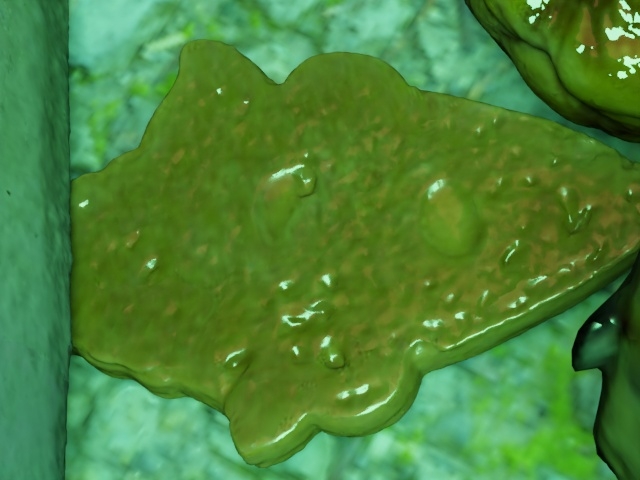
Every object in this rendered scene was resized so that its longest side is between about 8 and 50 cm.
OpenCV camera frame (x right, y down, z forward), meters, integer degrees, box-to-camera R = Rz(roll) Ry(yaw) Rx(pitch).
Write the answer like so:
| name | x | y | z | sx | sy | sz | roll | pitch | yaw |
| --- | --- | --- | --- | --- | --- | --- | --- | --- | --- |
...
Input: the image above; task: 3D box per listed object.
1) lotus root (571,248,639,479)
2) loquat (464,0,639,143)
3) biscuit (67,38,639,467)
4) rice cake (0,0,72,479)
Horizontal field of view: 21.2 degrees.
| name | x | y | z | sx | sy | sz | roll | pitch | yaw |
| --- | --- | --- | --- | --- | --- | --- | --- | --- | --- |
| lotus root | 0.245 | 0.047 | 0.416 | 0.316 | 0.316 | 0.250 | -30 | 61 | -3 |
| loquat | 0.113 | -0.095 | 0.585 | 0.137 | 0.113 | 0.137 | 0 | 75 | -2 |
| biscuit | 0.000 | 0.000 | 0.611 | 0.250 | 0.035 | 0.163 | -5 | 73 | 12 |
| rice cake | -0.125 | 0.026 | 0.571 | 0.064 | 0.070 | 0.399 | -15 | 59 | 19 |
